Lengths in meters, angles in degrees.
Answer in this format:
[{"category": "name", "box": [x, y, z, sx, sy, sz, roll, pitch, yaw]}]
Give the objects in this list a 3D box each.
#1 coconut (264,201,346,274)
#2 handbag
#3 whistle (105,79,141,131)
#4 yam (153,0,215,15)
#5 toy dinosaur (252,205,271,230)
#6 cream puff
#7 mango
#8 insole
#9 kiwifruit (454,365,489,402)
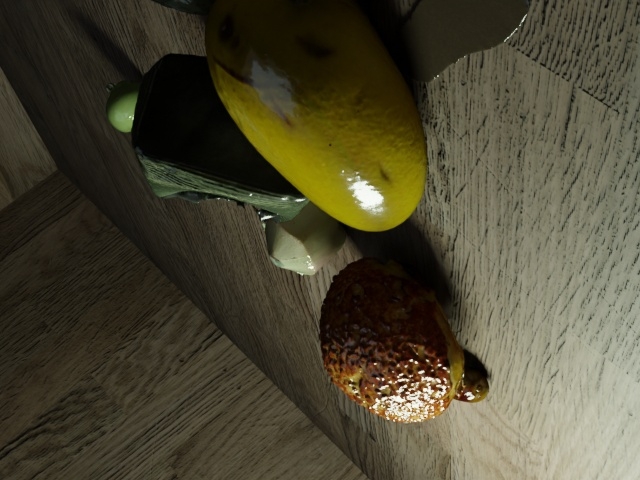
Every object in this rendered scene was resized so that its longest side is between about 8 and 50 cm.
[{"category": "coconut", "box": [-0.038, -0.004, 1.898, 0.147, 0.153, 0.147, 43, 163, 17]}, {"category": "handbag", "box": [-0.146, -0.161, 1.585, 0.341, 0.247, 0.240, 13, 161, -3]}, {"category": "whistle", "box": [-0.416, -0.292, 2.335, 0.294, 0.141, 0.141, 38, 167, -21]}, {"category": "yam", "box": [-0.287, -0.475, 1.610, 0.330, 0.133, 0.133, 34, 156, 33]}, {"category": "toy dinosaur", "box": [-0.120, -0.040, 2.218, 0.180, 0.037, 0.058, 35, 162, 42]}, {"category": "cream puff", "box": [0.117, 0.194, 1.749, 0.350, 0.229, 0.350, 58, 161, 33]}, {"category": "mango", "box": [0.004, -0.180, 1.336, 0.301, 0.220, 0.445, 20, 147, 46]}, {"category": "insole", "box": [0.159, -0.263, 1.137, 0.111, 0.007, 0.328, 53, 162, -4]}, {"category": "kiwifruit", "box": [0.283, 0.282, 1.831, 0.075, 0.075, 0.124, 53, 159, -8]}]
